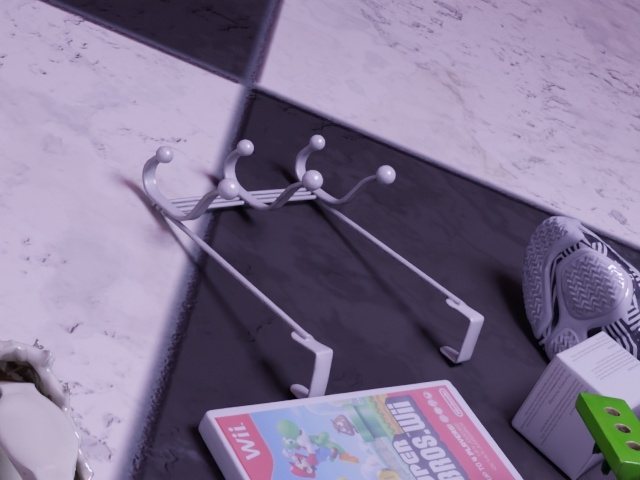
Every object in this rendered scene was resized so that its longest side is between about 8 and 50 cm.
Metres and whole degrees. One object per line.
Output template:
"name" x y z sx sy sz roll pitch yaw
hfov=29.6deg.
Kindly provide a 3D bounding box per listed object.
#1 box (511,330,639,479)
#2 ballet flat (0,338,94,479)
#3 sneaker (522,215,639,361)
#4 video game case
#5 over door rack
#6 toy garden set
"box" 0.267 0.163 1.203 0.087 0.102 0.101 41 34 25
"ballet flat" -0.180 0.221 0.759 0.147 0.147 0.409 5 39 -32
"sneaker" 0.380 0.121 1.324 0.210 0.137 0.366 -1 47 -39
"video game case" 0.058 0.213 1.049 0.285 0.025 0.204 -2 42 -38
"over door rack" 0.000 0.000 1.236 0.239 0.108 0.324 -8 46 -42
"toy garden set" 0.342 0.211 0.968 0.244 0.049 0.204 11 21 -11
